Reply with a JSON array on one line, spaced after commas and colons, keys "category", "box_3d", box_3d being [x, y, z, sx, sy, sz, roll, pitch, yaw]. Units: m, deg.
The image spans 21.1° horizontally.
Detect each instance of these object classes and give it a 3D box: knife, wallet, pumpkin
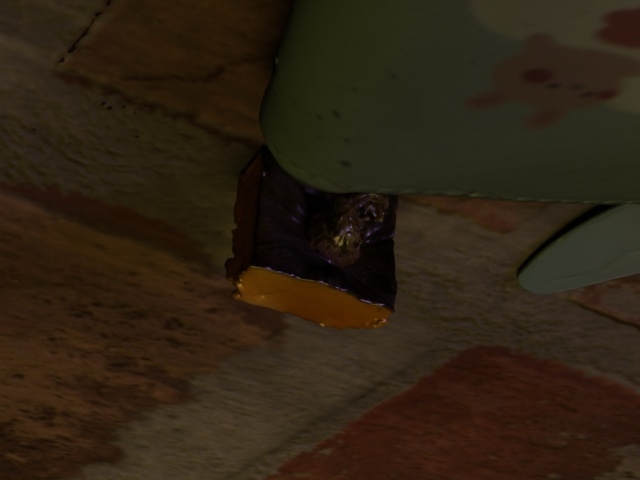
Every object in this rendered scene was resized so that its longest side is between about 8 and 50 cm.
[{"category": "knife", "box_3d": [0.232, -0.019, 0.807, 0.331, 0.044, 0.080, -12, 146, 29]}, {"category": "wallet", "box_3d": [0.124, -0.100, 0.616, 0.252, 0.083, 0.360, 6, 156, -8]}, {"category": "pumpkin", "box_3d": [0.000, 0.000, 0.816, 0.083, 0.074, 0.054, 18, 140, -24]}]
